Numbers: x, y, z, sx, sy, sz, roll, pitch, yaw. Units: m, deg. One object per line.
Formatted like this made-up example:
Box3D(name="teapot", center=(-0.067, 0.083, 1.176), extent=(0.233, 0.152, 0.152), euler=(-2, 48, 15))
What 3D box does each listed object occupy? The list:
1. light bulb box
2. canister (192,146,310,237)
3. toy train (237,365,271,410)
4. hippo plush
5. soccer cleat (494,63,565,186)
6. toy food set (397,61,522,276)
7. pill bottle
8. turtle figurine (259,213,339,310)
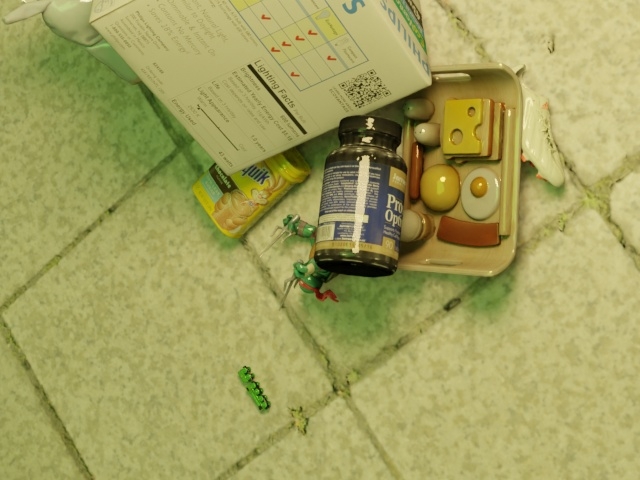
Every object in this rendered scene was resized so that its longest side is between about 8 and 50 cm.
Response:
Box3D(name="light bulb box", center=(-0.080, -0.336, 1.771), extent=(0.361, 0.358, 0.225), euler=(-22, 44, 21))
Box3D(name="canister", center=(-0.116, -0.101, 1.976), extent=(0.170, 0.073, 0.126), euler=(-43, 72, 20))
Box3D(name="toy train", center=(-0.110, 0.245, 1.998), extent=(0.024, 0.017, 0.083), euler=(-40, 73, 30))
Box3D(name="hippo plush", center=(-0.332, -0.431, 1.973), extent=(0.236, 0.294, 0.234), euler=(-48, 36, 24))
Box3D(name="soccer cleat", center=(0.313, -0.170, 1.777), extent=(0.076, 0.068, 0.196), euler=(-34, 73, 18))
Box3D(name="toy food set", center=(0.179, -0.105, 1.789), extent=(0.220, 0.092, 0.306), euler=(3, 91, 44))
Box3D(name="pill bottle", center=(0.061, -0.064, 1.754), extent=(0.123, 0.123, 0.219), euler=(1, 78, 26))
Box3D(name="turtle figurine", center=(0.000, 0.000, 1.900), extent=(0.234, 0.118, 0.175), euler=(-61, 27, 11))
